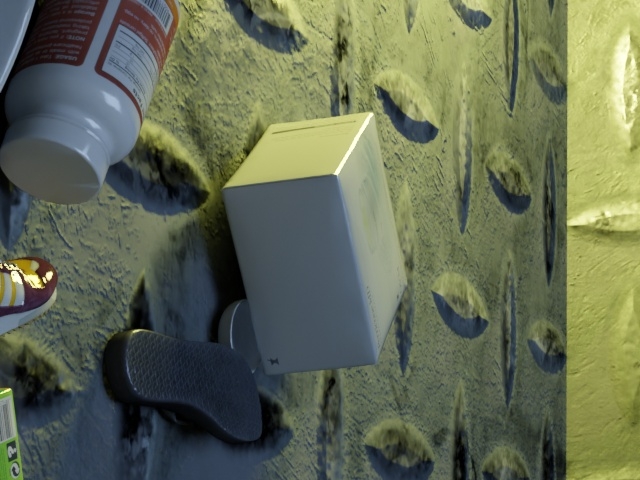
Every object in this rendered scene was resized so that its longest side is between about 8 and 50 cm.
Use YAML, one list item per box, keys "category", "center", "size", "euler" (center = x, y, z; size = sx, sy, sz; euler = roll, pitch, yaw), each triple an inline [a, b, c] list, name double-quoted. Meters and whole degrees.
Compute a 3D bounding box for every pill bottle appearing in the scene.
- category: "pill bottle"
  center: [-0.207, -0.142, 1.516]
  size: [0.121, 0.121, 0.216]
  euler: [62, 34, -45]

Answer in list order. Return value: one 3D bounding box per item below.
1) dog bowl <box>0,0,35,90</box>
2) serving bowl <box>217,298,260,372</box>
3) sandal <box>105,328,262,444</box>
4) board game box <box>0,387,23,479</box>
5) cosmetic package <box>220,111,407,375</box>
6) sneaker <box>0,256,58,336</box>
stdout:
- category: "dog bowl"
  center: [-0.290, -0.192, 1.220]
  size: [0.265, 0.104, 0.264]
  euler: [18, 90, -83]
- category: "serving bowl"
  center: [-0.092, 0.106, 1.878]
  size: [0.083, 0.027, 0.083]
  euler: [-3, 90, -67]
- category: "sandal"
  center: [-0.141, 0.144, 1.743]
  size: [0.254, 0.054, 0.097]
  euler: [32, 51, -52]
- category: "board game box"
  center: [-0.313, 0.203, 1.334]
  size: [0.259, 0.039, 0.124]
  euler: [-22, 107, -69]
- category: "cosmetic package"
  center: [0.000, 0.000, 1.927]
  size: [0.224, 0.138, 0.224]
  euler: [-60, 141, -64]
- category: "sneaker"
  center: [-0.274, 0.032, 1.401]
  size: [0.185, 0.070, 0.083]
  euler: [-43, 131, -62]
